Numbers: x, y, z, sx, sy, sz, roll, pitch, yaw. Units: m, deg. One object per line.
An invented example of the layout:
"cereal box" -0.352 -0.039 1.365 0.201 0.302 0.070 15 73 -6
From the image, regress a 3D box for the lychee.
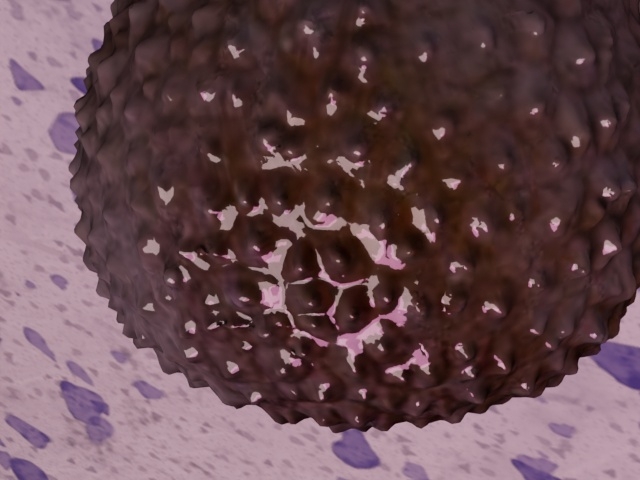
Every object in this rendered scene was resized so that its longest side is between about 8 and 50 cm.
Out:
"lychee" 0.017 -0.050 0.898 0.300 0.300 0.300 21 146 15
